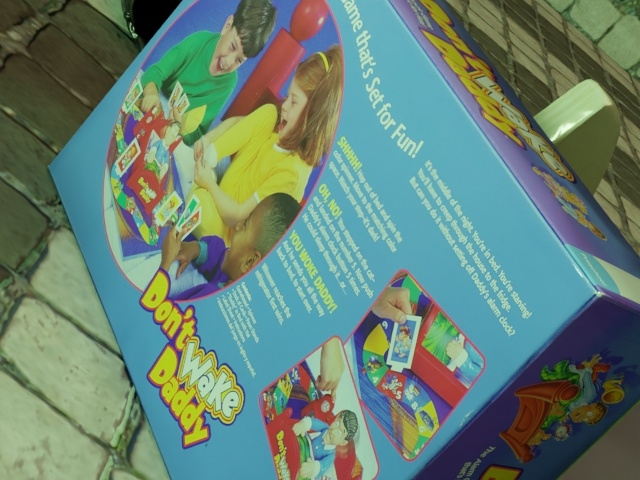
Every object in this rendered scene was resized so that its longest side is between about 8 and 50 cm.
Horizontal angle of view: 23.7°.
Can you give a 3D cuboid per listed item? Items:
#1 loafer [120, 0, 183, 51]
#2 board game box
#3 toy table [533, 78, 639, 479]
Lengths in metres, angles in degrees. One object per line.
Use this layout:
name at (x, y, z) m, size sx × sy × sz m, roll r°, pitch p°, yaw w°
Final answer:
loafer at (-0.093, -0.165, 1.131) m, size 0.095 × 0.109 × 0.302 m, roll 16°, pitch 35°, yaw -44°
board game box at (0.000, 0.000, 0.765) m, size 0.078 × 0.233 × 0.347 m, roll 23°, pitch 27°, yaw -41°
toy table at (0.094, 0.033, 0.899) m, size 0.161 × 0.252 × 0.274 m, roll 45°, pitch 0°, yaw -45°
